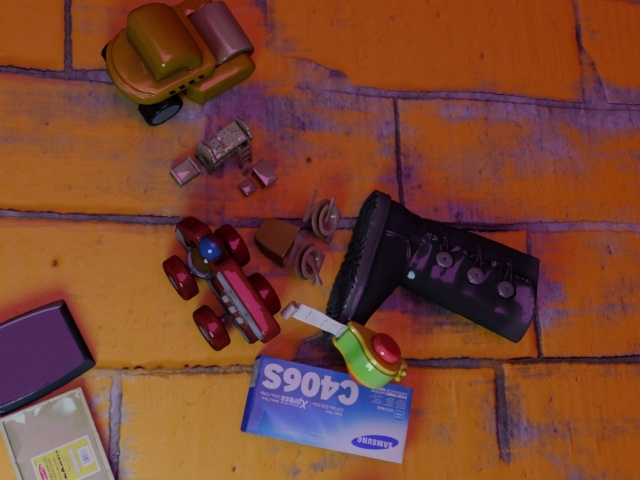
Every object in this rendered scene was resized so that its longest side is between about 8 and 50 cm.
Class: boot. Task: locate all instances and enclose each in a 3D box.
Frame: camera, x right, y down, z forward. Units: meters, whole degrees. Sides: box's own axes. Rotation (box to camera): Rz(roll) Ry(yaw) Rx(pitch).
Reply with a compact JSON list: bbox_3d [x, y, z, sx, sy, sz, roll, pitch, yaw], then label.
[{"bbox_3d":[0.264,0.131,1.711,0.445,0.146,0.367,25,74,-13],"label":"boot"}]

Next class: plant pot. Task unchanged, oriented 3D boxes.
[{"bbox_3d":[-0.100,-0.003,1.667,0.083,0.081,0.082,29,72,6],"label":"plant pot"}]

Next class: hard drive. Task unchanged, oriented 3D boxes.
[{"bbox_3d":[-0.597,0.237,1.490,0.254,0.054,0.172,-26,85,-19],"label":"hard drive"}]

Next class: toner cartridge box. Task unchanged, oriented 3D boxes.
[{"bbox_3d":[0.017,0.363,1.616,0.347,0.075,0.165,14,75,-12],"label":"toner cartridge box"}]

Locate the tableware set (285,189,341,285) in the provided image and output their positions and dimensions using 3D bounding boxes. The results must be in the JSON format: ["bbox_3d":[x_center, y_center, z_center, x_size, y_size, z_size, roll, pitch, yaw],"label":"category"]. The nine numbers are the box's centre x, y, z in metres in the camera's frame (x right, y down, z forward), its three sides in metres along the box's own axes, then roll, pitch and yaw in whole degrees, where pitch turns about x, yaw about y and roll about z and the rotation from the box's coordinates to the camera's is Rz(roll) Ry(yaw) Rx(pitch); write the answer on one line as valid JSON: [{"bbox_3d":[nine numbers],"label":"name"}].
[{"bbox_3d":[0.000,0.000,1.671,0.128,0.039,0.194,41,65,-51],"label":"tableware set"}]

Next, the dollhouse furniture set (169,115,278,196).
[{"bbox_3d":[-0.208,-0.151,1.657,0.182,0.101,0.161,-39,90,-19],"label":"dollhouse furniture set"}]

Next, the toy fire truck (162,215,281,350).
[{"bbox_3d":[-0.193,0.079,1.529,0.169,0.254,0.302,-32,87,-19],"label":"toy fire truck"}]

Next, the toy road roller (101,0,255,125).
[{"bbox_3d":[-0.299,-0.415,1.618,0.329,0.240,0.203,-33,88,-19],"label":"toy road roller"}]

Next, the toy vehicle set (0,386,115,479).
[{"bbox_3d":[-0.506,0.443,1.478,0.165,0.035,0.267,-20,83,-18],"label":"toy vehicle set"}]

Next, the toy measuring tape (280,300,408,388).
[{"bbox_3d":[0.063,0.226,1.541,0.330,0.121,0.121,28,71,-31],"label":"toy measuring tape"}]
